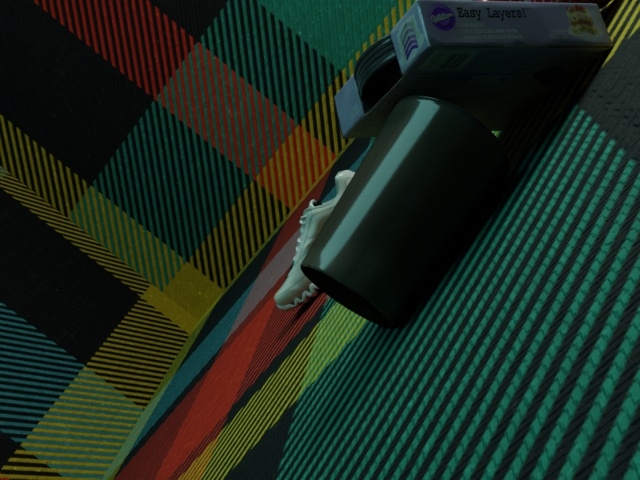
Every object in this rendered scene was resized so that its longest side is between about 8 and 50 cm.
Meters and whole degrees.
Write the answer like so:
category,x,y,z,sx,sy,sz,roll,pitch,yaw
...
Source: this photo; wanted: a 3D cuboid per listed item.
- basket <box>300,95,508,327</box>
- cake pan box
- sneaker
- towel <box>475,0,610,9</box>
category,x,y,z,sx,sy,sz,roll,pitch,yaw
basket,0.090,-0.027,1.069,0.227,0.154,0.204,-56,1,-13
cake pan box,0.174,-0.204,1.135,0.266,0.070,0.246,-6,-17,-23
sneaker,0.000,0.000,1.677,0.292,0.118,0.110,-51,8,10
towel,0.253,-0.279,1.225,0.275,0.031,0.199,-18,-9,-34
